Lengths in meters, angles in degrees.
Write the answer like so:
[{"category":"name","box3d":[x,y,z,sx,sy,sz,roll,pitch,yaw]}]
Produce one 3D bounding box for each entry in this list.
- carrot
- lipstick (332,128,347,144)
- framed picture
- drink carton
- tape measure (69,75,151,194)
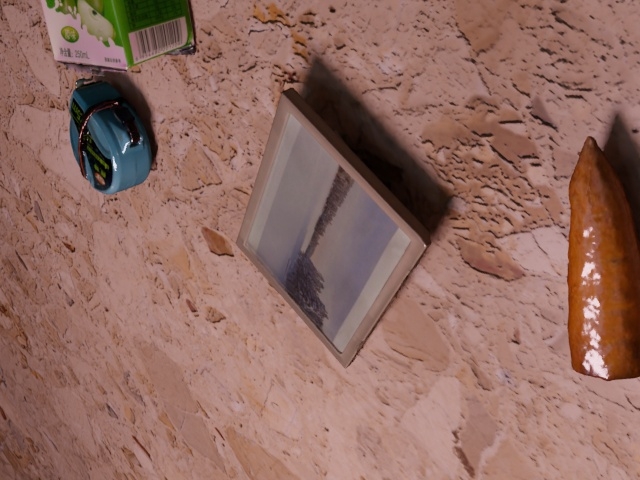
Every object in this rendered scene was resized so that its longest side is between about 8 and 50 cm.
[{"category":"carrot","box3d":[0.225,0.015,0.731,0.072,0.072,0.205,6,115,47]},{"category":"lipstick","box3d":[-0.005,-0.078,0.969,0.025,0.025,0.107,55,148,10]},{"category":"framed picture","box3d":[0.000,0.000,0.988,0.213,0.016,0.289,48,148,15]},{"category":"drink carton","box3d":[-0.245,-0.329,1.015,0.161,0.108,0.271,15,123,40]},{"category":"tape measure","box3d":[-0.281,-0.128,1.205,0.125,0.081,0.146,46,141,23]}]
